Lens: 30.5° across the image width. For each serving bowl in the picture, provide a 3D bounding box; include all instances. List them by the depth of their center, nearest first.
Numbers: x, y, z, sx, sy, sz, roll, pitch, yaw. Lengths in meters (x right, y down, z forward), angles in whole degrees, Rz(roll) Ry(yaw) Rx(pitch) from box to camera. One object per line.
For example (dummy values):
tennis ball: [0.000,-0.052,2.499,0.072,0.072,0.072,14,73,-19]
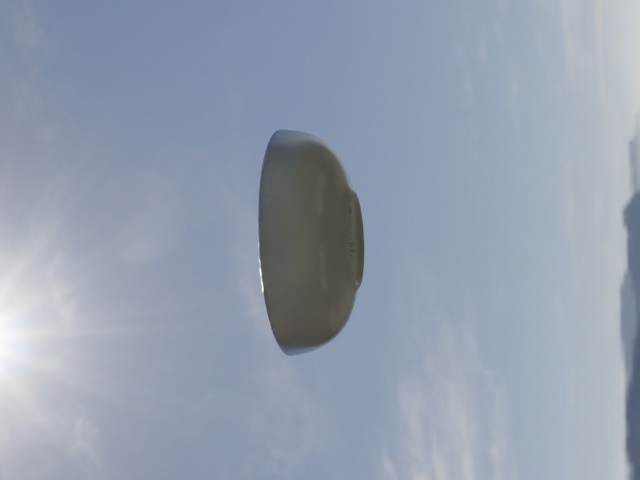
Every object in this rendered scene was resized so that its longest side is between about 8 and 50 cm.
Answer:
serving bowl: [0.000,0.000,0.432,0.083,0.027,0.083,-3,-90,-79]
